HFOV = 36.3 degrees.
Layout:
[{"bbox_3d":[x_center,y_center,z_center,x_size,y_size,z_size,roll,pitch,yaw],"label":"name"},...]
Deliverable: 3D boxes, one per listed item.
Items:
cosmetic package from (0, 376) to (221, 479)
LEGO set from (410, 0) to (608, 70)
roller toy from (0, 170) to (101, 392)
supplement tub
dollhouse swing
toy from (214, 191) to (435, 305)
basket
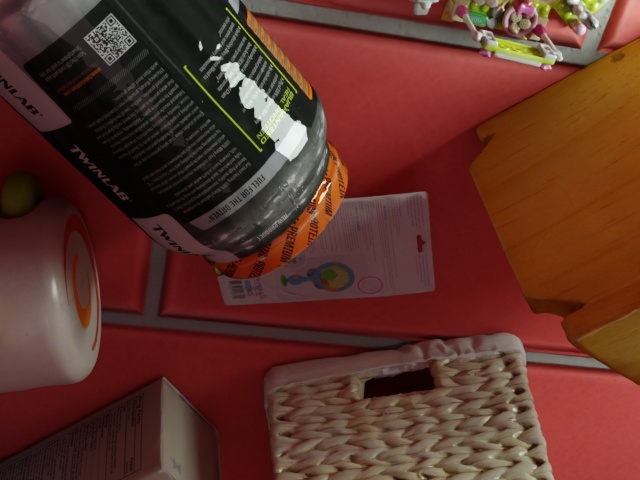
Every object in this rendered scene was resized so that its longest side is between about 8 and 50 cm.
[{"bbox_3d":[-0.276,0.314,1.191,0.296,0.153,0.129,-28,125,14],"label":"cosmetic package"},{"bbox_3d":[0.225,-0.228,0.896,0.287,0.107,0.132,-8,126,-1],"label":"LEGO set"},{"bbox_3d":[-0.310,0.058,0.977,0.146,0.209,0.191,-7,145,-1],"label":"roller toy"},{"bbox_3d":[-0.136,-0.130,0.861,0.207,0.207,0.338,-33,122,16],"label":"supplement tub"},{"bbox_3d":[0.368,0.017,0.940,0.315,0.347,0.305,-28,124,13],"label":"dollhouse swing"},{"bbox_3d":[0.000,0.000,1.061,0.237,0.056,0.137,-7,129,4],"label":"toy"},{"bbox_3d":[0.113,0.327,1.179,0.328,0.266,0.331,-8,124,0],"label":"basket"}]
